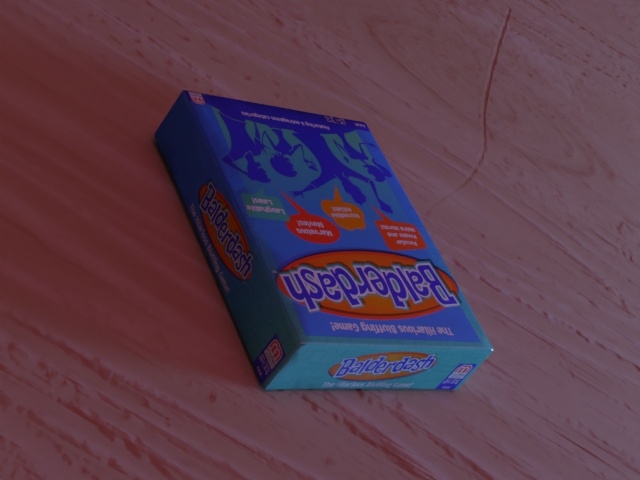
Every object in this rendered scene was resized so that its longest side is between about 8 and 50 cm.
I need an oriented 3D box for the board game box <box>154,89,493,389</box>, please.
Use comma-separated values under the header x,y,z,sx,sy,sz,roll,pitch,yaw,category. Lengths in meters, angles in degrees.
x,y,z,sx,sy,sz,roll,pitch,yaw,category
0.000,0.000,0.832,0.160,0.047,0.210,5,46,-40,board game box
